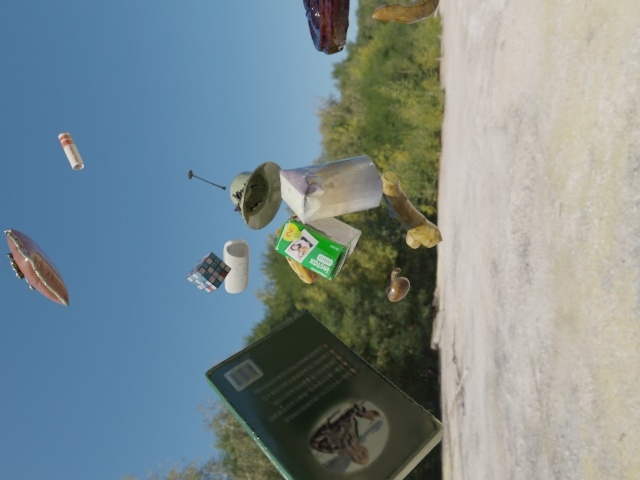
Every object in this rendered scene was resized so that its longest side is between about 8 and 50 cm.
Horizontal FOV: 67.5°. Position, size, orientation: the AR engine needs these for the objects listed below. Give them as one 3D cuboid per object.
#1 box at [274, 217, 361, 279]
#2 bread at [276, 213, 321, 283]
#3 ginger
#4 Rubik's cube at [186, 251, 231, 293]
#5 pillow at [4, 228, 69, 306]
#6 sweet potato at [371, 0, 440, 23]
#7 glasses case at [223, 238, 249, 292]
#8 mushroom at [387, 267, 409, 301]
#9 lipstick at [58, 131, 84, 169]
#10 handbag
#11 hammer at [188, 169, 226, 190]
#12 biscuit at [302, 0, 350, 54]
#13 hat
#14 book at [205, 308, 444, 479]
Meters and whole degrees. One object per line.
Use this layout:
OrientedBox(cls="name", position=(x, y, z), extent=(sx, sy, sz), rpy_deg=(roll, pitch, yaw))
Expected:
OrientedBox(cls="box", position=(0.000, 0.000, 1.291), extent=(0.103, 0.180, 0.250), rpy_deg=(-65, -9, 18))
OrientedBox(cls="bread", position=(-0.032, 0.004, 1.604), extent=(0.210, 0.099, 0.235), rpy_deg=(-42, -60, -17))
OrientedBox(cls="ginger", position=(0.247, -0.083, 1.360), extent=(0.299, 0.118, 0.065), rpy_deg=(52, -136, -31))
OrientedBox(cls="Rubik's cube", position=(-0.374, 0.110, 1.605), extent=(0.092, 0.092, 0.092), rpy_deg=(44, -129, -18))
OrientedBox(cls="pillow", position=(-0.693, 0.070, 1.168), extent=(0.075, 0.171, 0.179), rpy_deg=(-38, -43, -21))
OrientedBox(cls="sweet potato", position=(0.209, -0.544, 1.137), extent=(0.053, 0.182, 0.054), rpy_deg=(-119, 15, -47))
OrientedBox(cls="glasses case", position=(-0.311, 0.097, 1.772), extent=(0.059, 0.092, 0.233), rpy_deg=(-125, 36, -50))
OrientedBox(cls="mushroom", position=(0.274, 0.149, 1.667), extent=(0.088, 0.073, 0.129), rpy_deg=(38, -128, -40))
OrientedBox(cls="lipstick", position=(-0.836, -0.300, 1.607), extent=(0.131, 0.038, 0.038), rpy_deg=(60, -175, 12))
OrientedBox(cls="handbag", position=(0.026, -0.093, 0.814), extent=(0.117, 0.173, 0.095), rpy_deg=(-130, 35, -50))
OrientedBox(cls="hammer", position=(-0.325, -0.169, 1.368), extent=(0.014, 0.123, 0.029), rpy_deg=(-50, -20, -59))
OrientedBox(cls="biscuit", position=(-0.005, -0.671, 1.171), extent=(0.407, 0.091, 0.407), rpy_deg=(171, 90, -85))
OrientedBox(cls="hat", position=(-0.252, -0.177, 1.744), extent=(0.257, 0.130, 0.257), rpy_deg=(-43, -37, -44))
OrientedBox(cls="book", position=(-0.002, 0.297, 0.869), extent=(0.260, 0.371, 0.043), rpy_deg=(-28, -42, -31))
